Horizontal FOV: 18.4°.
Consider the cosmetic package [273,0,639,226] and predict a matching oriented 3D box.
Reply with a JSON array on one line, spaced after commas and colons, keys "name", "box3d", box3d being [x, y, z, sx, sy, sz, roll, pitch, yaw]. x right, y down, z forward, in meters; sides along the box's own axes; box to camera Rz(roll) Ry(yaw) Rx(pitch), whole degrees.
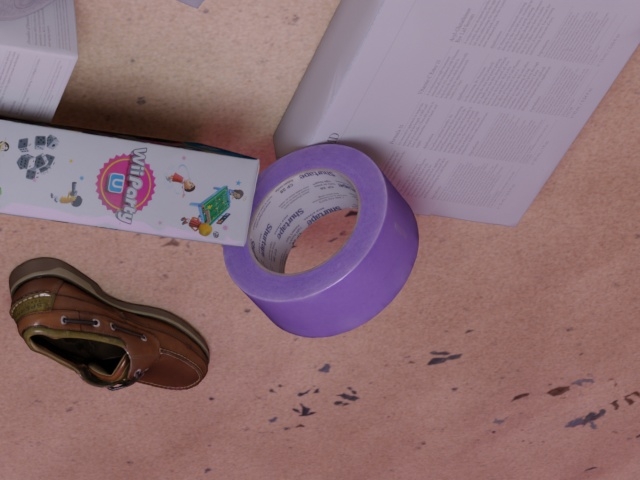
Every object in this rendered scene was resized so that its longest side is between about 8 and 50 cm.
[{"name": "cosmetic package", "box3d": [0.145, -0.176, 2.056, 0.284, 0.097, 0.377, 6, 141, -22]}]

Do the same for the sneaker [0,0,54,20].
[{"name": "sneaker", "box3d": [-0.346, -0.278, 1.814, 0.295, 0.147, 0.104, -17, 148, -48]}]

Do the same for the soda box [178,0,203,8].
[{"name": "soda box", "box3d": [-0.210, -0.314, 1.790, 0.286, 0.098, 0.091, 18, 135, -33]}]

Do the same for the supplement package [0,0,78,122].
[{"name": "supplement package", "box3d": [-0.336, -0.195, 1.909, 0.179, 0.105, 0.105, 7, 142, -23]}]

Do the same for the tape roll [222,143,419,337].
[{"name": "tape roll", "box3d": [0.000, 0.000, 2.027, 0.189, 0.189, 0.080, -24, 140, 17]}]

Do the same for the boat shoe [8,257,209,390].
[{"name": "boat shoe", "box3d": [-0.252, 0.132, 2.358, 0.110, 0.104, 0.307, -35, 137, 29]}]

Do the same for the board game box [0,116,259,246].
[{"name": "board game box", "box3d": [-0.244, -0.067, 2.010, 0.303, 0.097, 0.224, 8, -176, -22]}]
